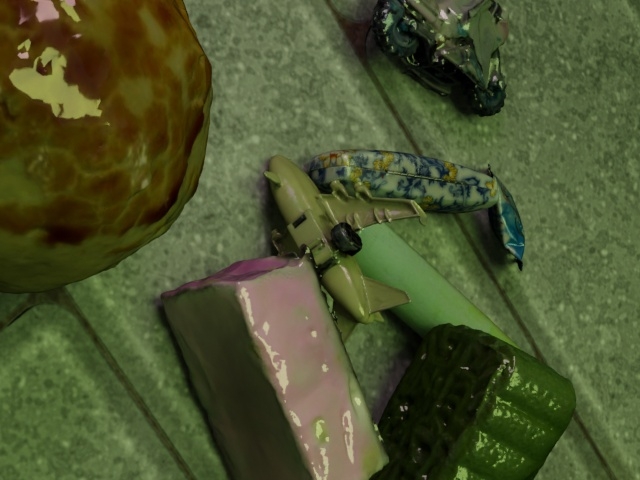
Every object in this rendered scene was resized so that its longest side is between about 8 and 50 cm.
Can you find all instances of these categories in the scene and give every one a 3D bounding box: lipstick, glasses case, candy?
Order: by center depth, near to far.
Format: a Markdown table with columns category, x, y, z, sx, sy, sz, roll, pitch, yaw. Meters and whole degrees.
| category | x | y | z | sx | sy | sz | roll | pitch | yaw |
| --- | --- | --- | --- | --- | --- | --- | --- | --- | --- |
| candy | -0.048 | 0.149 | 1.666 | 0.116 | 0.155 | 0.265 | -29 | 101 | -42 |
| glasses case | 0.099 | -0.068 | 1.858 | 0.248 | 0.087 | 0.065 | 6 | 84 | -35 |
| lipstick | 0.121 | 0.069 | 1.859 | 0.304 | 0.076 | 0.076 | 41 | 61 | -25 |
| candy | 0.226 | -0.031 | 1.964 | 0.088 | 0.038 | 0.136 | -46 | 118 | -80 |

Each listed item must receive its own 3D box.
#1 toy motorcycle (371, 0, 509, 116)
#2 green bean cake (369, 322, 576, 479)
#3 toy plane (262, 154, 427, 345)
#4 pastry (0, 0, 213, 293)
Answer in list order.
| category | x | y | z | sx | sy | sz | roll | pitch | yaw |
| --- | --- | --- | --- | --- | --- | --- | --- | --- | --- |
| toy motorcycle | 0.160 | -0.281 | 1.931 | 0.239 | 0.108 | 0.204 | 36 | 65 | -56 |
| green bean cake | 0.150 | 0.223 | 1.749 | 0.125 | 0.222 | 0.248 | 28 | 86 | -23 |
| toy plane | 0.000 | 0.000 | 1.730 | 0.244 | 0.229 | 0.092 | 59 | 20 | 22 |
| pastry | -0.269 | -0.142 | 1.444 | 0.388 | 0.312 | 0.389 | 6 | 81 | -41 |
